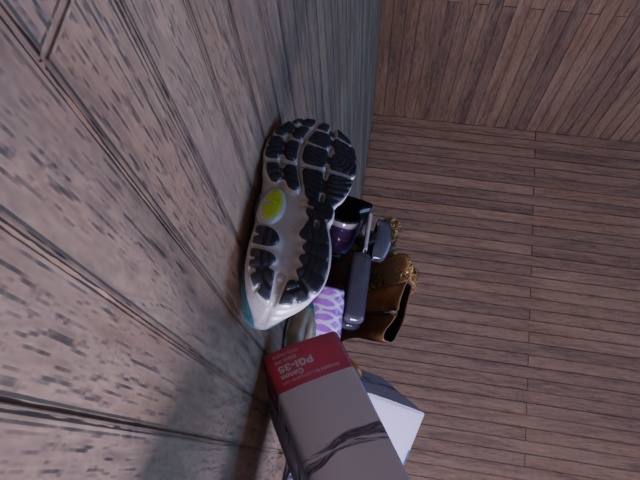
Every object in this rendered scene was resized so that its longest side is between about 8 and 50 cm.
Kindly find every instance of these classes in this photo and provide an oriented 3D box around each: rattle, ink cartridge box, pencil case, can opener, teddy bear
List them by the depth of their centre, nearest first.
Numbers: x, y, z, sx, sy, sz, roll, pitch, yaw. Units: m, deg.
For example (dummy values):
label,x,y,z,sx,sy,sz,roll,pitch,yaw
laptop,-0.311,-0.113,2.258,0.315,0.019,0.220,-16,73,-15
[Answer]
label,x,y,z,sx,sy,sz,roll,pitch,yaw
ink cartridge box,0.024,0.304,0.805,0.207,0.117,0.283,91,-23,-48
rattle,0.011,0.168,1.059,0.199,0.142,0.130,-36,115,-74
pencil case,-0.003,0.193,1.211,0.088,0.086,0.206,-13,-117,59
ink cartridge box,0.070,0.375,1.232,0.171,0.168,0.232,-68,-164,-2
can opener,0.109,0.066,1.311,0.076,0.095,0.284,109,-8,-60
teddy bear,0.145,0.054,1.578,0.113,0.337,0.245,16,84,-40

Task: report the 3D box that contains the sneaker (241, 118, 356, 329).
label,x,y,z,sx,sy,sz,roll,pitch,yaw
sneaker,-0.036,-0.028,0.658,0.110,0.106,0.276,123,-14,-55

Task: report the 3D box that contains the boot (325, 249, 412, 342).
label,x,y,z,sx,sy,sz,roll,pitch,yaw
boot,0.103,0.118,1.379,0.280,0.096,0.264,-19,-142,54

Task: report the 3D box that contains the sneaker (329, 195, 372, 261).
label,x,y,z,sx,sy,sz,roll,pitch,yaw
sneaker,0.055,-0.034,1.492,0.283,0.107,0.124,-46,153,-68

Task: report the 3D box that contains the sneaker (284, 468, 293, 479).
label,x,y,z,sx,sy,sz,roll,pitch,yaw
sneaker,-0.051,0.605,1.260,0.131,0.112,0.319,136,-33,-72
